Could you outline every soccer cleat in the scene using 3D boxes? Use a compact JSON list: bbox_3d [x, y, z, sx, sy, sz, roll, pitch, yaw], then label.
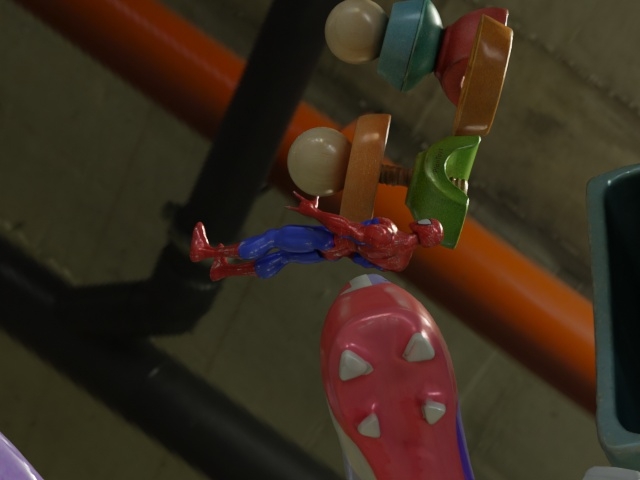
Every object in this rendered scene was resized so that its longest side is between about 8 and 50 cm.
[{"bbox_3d":[0.049,0.138,0.834,0.083,0.095,0.248,-11,-71,1],"label":"soccer cleat"}]

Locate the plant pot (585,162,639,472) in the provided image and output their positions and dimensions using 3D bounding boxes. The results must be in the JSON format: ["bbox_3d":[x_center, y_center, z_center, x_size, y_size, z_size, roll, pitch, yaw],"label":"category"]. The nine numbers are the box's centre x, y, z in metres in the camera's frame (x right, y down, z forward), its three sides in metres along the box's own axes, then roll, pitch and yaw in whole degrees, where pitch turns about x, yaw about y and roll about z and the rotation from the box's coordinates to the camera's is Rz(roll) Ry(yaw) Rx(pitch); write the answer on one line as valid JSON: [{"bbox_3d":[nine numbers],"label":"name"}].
[{"bbox_3d":[0.316,0.102,0.934,0.247,0.247,0.252,-13,-54,18],"label":"plant pot"}]

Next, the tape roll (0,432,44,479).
[{"bbox_3d":[-0.192,0.099,0.391,0.274,0.090,0.275,13,-42,12],"label":"tape roll"}]

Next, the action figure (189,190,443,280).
[{"bbox_3d":[0.000,0.000,0.689,0.115,0.030,0.038,-1,-31,23],"label":"action figure"}]

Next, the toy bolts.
[{"bbox_3d":[0.069,-0.142,1.322,0.158,0.228,0.218,13,-42,1],"label":"toy bolts"}]

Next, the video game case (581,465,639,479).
[{"bbox_3d":[0.072,0.209,0.469,0.023,0.193,0.212,4,-62,25],"label":"video game case"}]
